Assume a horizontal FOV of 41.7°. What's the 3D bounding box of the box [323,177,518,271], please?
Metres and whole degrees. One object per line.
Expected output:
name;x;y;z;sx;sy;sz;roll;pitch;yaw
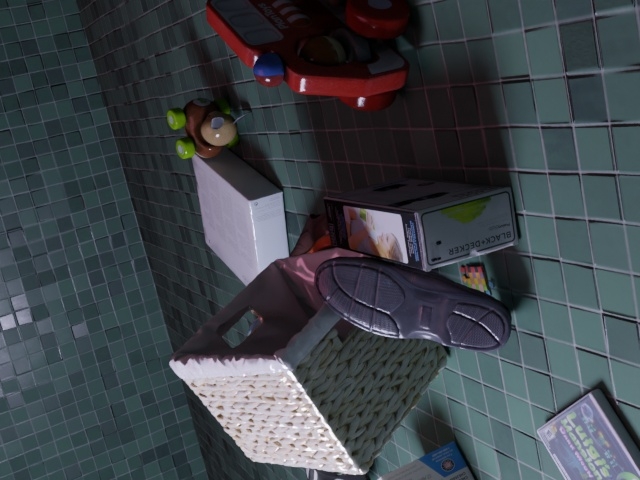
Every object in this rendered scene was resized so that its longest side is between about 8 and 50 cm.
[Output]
box;0.145;-0.033;1.289;0.290;0.169;0.087;17;118;64

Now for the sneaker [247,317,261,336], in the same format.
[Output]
sneaker;-0.153;0.268;2.190;0.366;0.150;0.135;-20;87;67

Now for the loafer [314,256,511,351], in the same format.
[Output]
loafer;0.141;0.092;1.281;0.303;0.095;0.109;16;108;13

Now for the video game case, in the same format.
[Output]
video game case;0.394;0.321;1.176;0.190;0.022;0.173;62;155;22

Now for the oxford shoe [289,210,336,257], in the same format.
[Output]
oxford shoe;0.000;0.000;1.758;0.271;0.097;0.098;148;123;-62

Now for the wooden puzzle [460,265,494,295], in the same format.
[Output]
wooden puzzle;0.248;0.064;1.331;0.083;0.006;0.049;-5;102;66

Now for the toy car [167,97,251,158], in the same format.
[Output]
toy car;-0.253;-0.285;2.024;0.188;0.155;0.148;-11;97;57

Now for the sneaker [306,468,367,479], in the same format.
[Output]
sneaker;0.004;0.386;1.878;0.257;0.169;0.447;-120;26;-45

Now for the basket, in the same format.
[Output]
basket;-0.016;0.204;1.473;0.331;0.328;0.266;-10;117;47

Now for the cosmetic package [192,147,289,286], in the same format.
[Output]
cosmetic package;-0.203;-0.053;2.134;0.377;0.098;0.284;40;140;51

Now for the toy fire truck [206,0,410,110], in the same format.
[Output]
toy fire truck;-0.014;-0.313;1.323;0.302;0.254;0.169;53;151;37

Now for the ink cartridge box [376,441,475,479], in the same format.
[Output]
ink cartridge box;0.208;0.527;1.551;0.232;0.171;0.168;63;155;19
